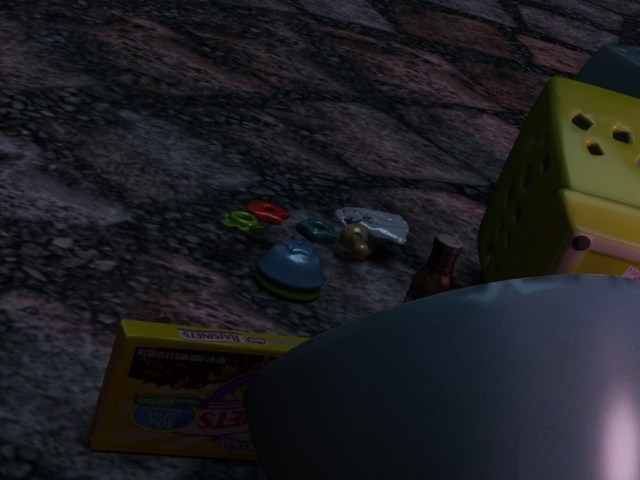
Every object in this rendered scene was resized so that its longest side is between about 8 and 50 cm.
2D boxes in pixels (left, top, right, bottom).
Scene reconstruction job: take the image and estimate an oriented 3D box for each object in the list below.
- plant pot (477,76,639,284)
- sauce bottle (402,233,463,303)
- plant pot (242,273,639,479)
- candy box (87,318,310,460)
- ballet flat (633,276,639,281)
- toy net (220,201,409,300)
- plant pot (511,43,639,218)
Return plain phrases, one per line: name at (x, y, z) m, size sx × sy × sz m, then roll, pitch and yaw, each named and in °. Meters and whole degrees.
plant pot at (0.291, 0.007, 1.458) m, size 0.228 × 0.227 × 0.207 m, roll 16°, pitch 38°, yaw -5°
sauce bottle at (0.096, 0.056, 1.327) m, size 0.042 × 0.128 × 0.042 m, roll 17°, pitch 23°, yaw -8°
plant pot at (0.110, 0.167, 0.959) m, size 0.290 × 0.290 × 0.195 m, roll 2°, pitch 63°, yaw -34°
candy box at (-0.062, 0.117, 1.101) m, size 0.206 × 0.105 × 0.027 m, roll 7°, pitch 30°, yaw -24°
ballet flat at (0.359, 0.109, 1.218) m, size 0.483 × 0.182 × 0.164 m, roll 13°, pitch -21°, yaw 30°
toy net at (0.000, 0.000, 1.494) m, size 0.122 × 0.045 × 0.232 m, roll 29°, pitch 23°, yaw 28°
plant pot at (0.361, -0.106, 1.755) m, size 0.165 × 0.234 × 0.166 m, roll -2°, pitch 30°, yaw -40°
